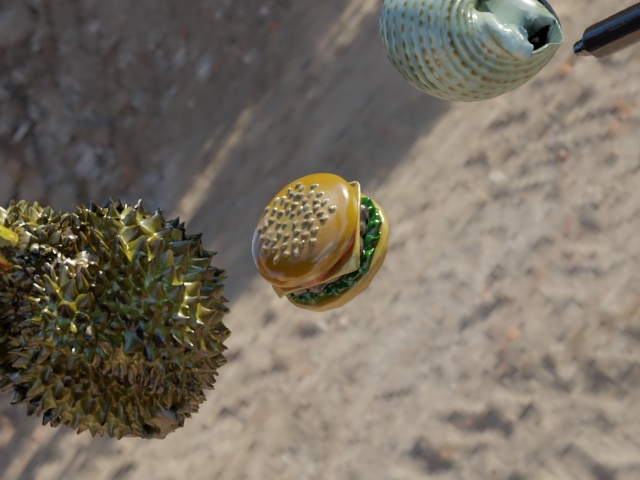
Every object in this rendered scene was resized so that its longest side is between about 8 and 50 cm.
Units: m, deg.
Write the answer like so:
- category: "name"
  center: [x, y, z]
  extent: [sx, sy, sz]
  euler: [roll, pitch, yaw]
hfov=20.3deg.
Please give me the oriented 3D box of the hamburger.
- category: "hamburger"
  center: [0.000, 0.000, 2.068]
  extent: [0.162, 0.115, 0.162]
  euler: [-22, 49, 27]

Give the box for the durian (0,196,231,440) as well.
- category: "durian"
  center: [-0.234, 0.074, 1.862]
  extent: [0.258, 0.293, 0.258]
  euler: [-163, 90, -87]

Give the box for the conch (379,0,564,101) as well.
- category: "conch"
  center: [0.154, -0.209, 1.912]
  extent: [0.200, 0.172, 0.131]
  euler: [49, 121, 37]

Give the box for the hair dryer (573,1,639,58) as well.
- category: "hair dryer"
  center: [0.282, -0.209, 1.535]
  extent: [0.070, 0.114, 0.248]
  euler: [-41, 10, -23]

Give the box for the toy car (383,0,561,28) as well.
- category: "toy car"
  center: [0.167, -0.327, 2.261]
  extent: [0.166, 0.198, 0.314]
  euler: [-48, 59, 0]
